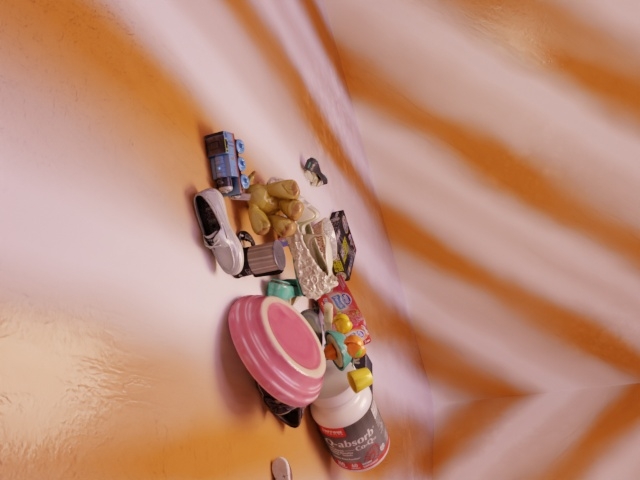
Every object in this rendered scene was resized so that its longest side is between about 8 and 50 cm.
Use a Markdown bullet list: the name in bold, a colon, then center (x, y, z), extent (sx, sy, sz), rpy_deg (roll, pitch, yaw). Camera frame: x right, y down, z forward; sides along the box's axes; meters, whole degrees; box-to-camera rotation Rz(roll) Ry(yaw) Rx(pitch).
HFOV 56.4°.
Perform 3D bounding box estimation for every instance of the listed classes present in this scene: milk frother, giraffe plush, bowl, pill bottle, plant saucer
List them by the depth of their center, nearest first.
- **plant saucer**: center (-0.096, 0.271, 1.567), extent (0.332, 0.084, 0.332), rpy_deg (45, 19, -20)
- **milk frother**: center (-0.167, 0.026, 1.630), extent (0.129, 0.135, 0.143), rpy_deg (32, 49, -69)
- **giraffe plush**: center (-0.151, -0.103, 1.747), extent (0.170, 0.210, 0.181), rpy_deg (5, 107, -89)
- **pill bottle**: center (0.086, 0.577, 1.977), extent (0.210, 0.210, 0.362), rpy_deg (-77, 151, -54)
- **bowl**: center (0.000, 0.000, 2.290), extent (0.170, 0.080, 0.170), rpy_deg (-11, 90, -74)

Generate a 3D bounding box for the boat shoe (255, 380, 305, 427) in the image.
- **boat shoe**: center (-0.103, 0.434, 1.641), extent (0.285, 0.103, 0.092), rpy_deg (67, 15, -51)

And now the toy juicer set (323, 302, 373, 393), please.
- **toy juicer set**: center (0.045, 0.310, 1.860), extent (0.329, 0.090, 0.209), rpy_deg (-138, -147, -57)

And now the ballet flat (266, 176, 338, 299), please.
- **ballet flat**: center (-0.043, -0.020, 1.864), extent (0.147, 0.147, 0.408), rpy_deg (-5, 76, -73)

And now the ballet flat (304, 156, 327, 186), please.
- **ballet flat**: center (-0.023, -0.261, 2.424), extent (0.203, 0.074, 0.074), rpy_deg (59, 25, -63)

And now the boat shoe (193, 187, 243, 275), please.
- **boat shoe**: center (-0.260, -0.016, 1.473), extent (0.081, 0.079, 0.227), rpy_deg (-28, 101, -63)

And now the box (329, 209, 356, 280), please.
- **box**: center (0.087, 0.022, 2.596), extent (0.270, 0.060, 0.216), rpy_deg (-71, 146, -60)

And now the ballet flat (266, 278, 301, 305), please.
- **ballet flat**: center (-0.107, 0.164, 1.867), extent (0.247, 0.083, 0.087), rpy_deg (13, 91, -72)

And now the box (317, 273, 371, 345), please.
- **box**: center (0.074, 0.261, 2.136), extent (0.256, 0.123, 0.128), rpy_deg (-117, -174, -49)

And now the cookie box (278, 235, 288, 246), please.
- **cookie box**: center (-0.087, -0.032, 2.007), extent (0.107, 0.092, 0.040), rpy_deg (-80, 150, -52)

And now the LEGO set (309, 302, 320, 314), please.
- **LEGO set**: center (-0.017, 0.258, 2.165), extent (0.083, 0.024, 0.054), rpy_deg (-59, 135, -66)

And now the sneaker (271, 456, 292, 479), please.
- **sneaker**: center (-0.090, 0.662, 1.608), extent (0.065, 0.061, 0.157), rpy_deg (47, 36, -72)

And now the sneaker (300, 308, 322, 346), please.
- **sneaker**: center (-0.033, 0.339, 1.836), extent (0.121, 0.111, 0.299), rpy_deg (116, -21, -51)

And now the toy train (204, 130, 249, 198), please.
- **toy train**: center (-0.252, -0.205, 1.610), extent (0.105, 0.080, 0.184), rpy_deg (0, 82, -64)

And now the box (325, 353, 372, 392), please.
- **box**: center (0.104, 0.505, 2.170), extent (0.093, 0.158, 0.155), rpy_deg (61, 25, -46)
